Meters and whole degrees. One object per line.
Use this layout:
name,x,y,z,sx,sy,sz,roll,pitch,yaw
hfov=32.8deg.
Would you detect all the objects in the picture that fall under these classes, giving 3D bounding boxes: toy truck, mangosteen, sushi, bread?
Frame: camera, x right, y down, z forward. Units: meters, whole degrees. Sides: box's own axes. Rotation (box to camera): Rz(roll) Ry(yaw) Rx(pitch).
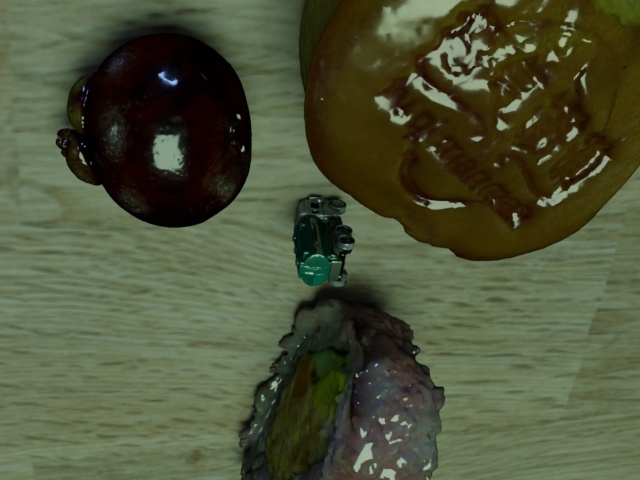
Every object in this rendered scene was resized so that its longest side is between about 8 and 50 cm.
toy truck,0.000,0.000,0.823,0.044,0.083,0.039,6,124,-11
mangosteen,-0.114,-0.072,0.725,0.140,0.140,0.140,-7,126,-10
sushi,0.016,0.169,0.897,0.107,0.161,0.241,14,119,-25
bread,0.114,-0.116,0.726,0.270,0.148,0.270,-7,126,-10
